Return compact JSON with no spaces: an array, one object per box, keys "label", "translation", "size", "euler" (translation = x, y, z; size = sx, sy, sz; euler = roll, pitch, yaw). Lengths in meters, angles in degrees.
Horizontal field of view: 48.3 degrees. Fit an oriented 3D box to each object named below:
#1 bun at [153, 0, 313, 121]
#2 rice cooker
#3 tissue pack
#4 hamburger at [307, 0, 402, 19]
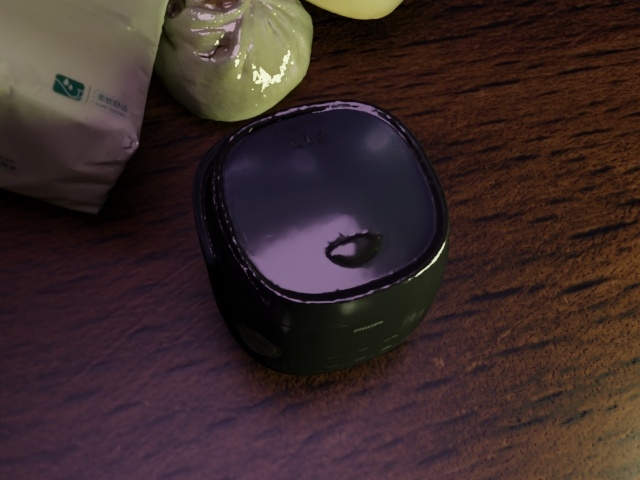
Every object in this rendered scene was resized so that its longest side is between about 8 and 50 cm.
[{"label":"bun","translation":[-0.119,-0.270,0.918],"size":[0.230,0.133,0.231],"euler":[1,64,-2]},{"label":"rice cooker","translation":[0.000,0.000,0.737],"size":[0.267,0.224,0.267],"euler":[1,64,-3]},{"label":"tissue pack","translation":[-0.374,-0.225,0.755],"size":[0.380,0.207,0.297],"euler":[17,54,-27]},{"label":"hamburger","translation":[0.032,-0.432,0.944],"size":[0.300,0.176,0.300],"euler":[19,40,-17]}]
